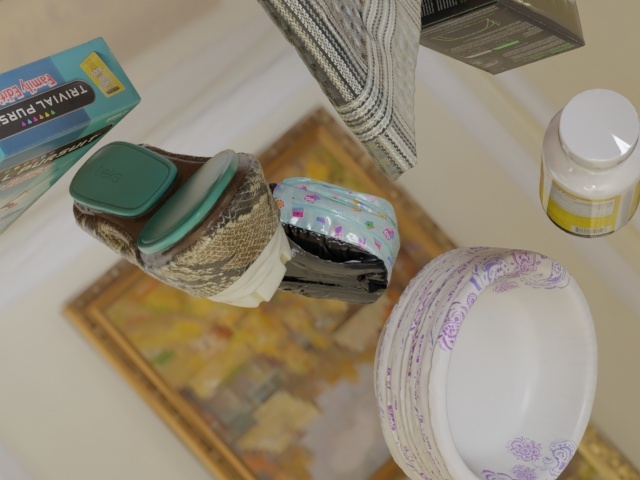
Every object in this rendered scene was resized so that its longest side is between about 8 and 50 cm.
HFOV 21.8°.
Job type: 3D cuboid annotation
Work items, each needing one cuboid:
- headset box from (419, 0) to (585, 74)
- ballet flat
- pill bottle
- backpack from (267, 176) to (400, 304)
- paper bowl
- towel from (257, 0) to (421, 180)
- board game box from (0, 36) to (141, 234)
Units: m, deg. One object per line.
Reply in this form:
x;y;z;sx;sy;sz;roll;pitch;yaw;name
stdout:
0.187;-0.345;1.948;0.131;0.246;0.283;-16;168;29;headset box
-0.130;-0.011;1.780;0.164;0.182;0.483;-49;-159;-11;ballet flat
0.266;-0.077;1.613;0.103;0.103;0.184;-41;162;-9;pill bottle
0.000;0.000;1.910;0.152;0.182;0.115;100;4;-59;backpack
0.173;0.148;1.872;0.148;0.284;0.284;4;-145;46;paper bowl
0.004;-0.251;1.262;0.056;0.312;0.324;-22;-144;23;towel
-0.361;-0.048;1.600;0.253;0.079;0.336;-30;176;-47;board game box
